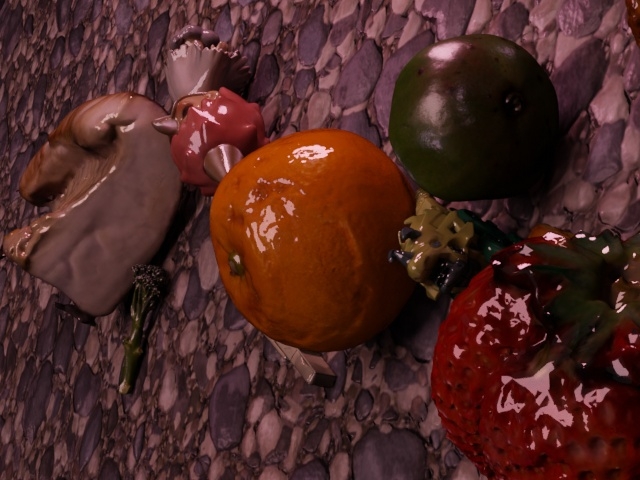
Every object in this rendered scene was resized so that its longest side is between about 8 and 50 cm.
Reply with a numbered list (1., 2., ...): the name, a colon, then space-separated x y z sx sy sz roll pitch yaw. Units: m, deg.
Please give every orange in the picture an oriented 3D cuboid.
1. orange: 0.000 0.000 1.624 0.261 0.261 0.261 -33 50 49

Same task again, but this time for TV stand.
1. TV stand: -0.043 0.123 1.838 0.042 0.036 0.249 -65 31 13

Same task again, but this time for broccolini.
1. broccolini: -0.288 0.145 2.244 0.067 0.058 0.216 -6 -75 -78

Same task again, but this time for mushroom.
1. mushroom: -0.343 -0.115 2.311 0.397 0.224 0.314 -50 22 31

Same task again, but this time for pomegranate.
1. pomegranate: 0.150 -0.122 1.500 0.225 0.187 0.187 150 129 -63

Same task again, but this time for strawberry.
1. strawberry: 0.232 0.130 1.184 0.250 0.238 0.288 -129 33 -47

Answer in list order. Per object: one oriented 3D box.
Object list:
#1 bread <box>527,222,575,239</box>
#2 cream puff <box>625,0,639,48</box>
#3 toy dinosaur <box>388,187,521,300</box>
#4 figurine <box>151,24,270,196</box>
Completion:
1. bread: 0.220 0.076 1.341 0.132 0.103 0.172 -86 17 -83
2. cream puff: 0.372 -0.235 1.136 0.303 0.212 0.303 -35 49 55
3. toy dinosaur: 0.144 0.005 1.480 0.094 0.153 0.259 -59 9 20
4. figurine: -0.166 -0.166 2.054 0.387 0.166 0.207 -103 22 -46
